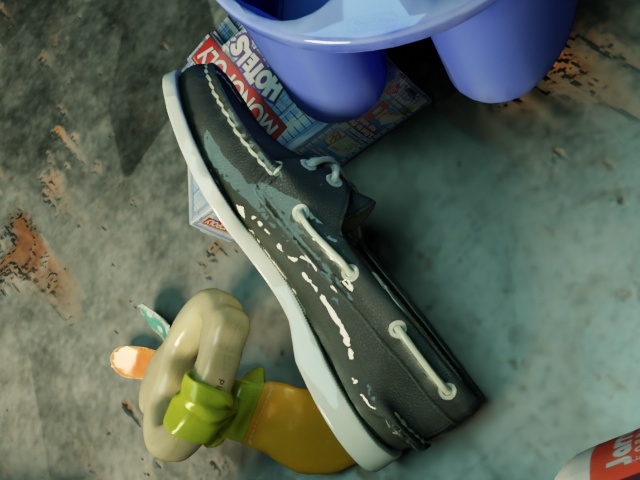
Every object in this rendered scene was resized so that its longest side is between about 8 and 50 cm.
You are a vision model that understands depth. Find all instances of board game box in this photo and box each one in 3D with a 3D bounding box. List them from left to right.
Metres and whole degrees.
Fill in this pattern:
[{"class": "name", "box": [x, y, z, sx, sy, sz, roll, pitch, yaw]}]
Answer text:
[{"class": "board game box", "box": [-0.047, -0.105, 0.772, 0.194, 0.060, 0.194, -46, 57, 11]}]

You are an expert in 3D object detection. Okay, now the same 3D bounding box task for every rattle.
[{"class": "rattle", "box": [-0.069, 0.106, 0.741, 0.199, 0.142, 0.130, 158, 114, -65]}]

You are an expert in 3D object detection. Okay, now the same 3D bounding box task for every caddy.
[{"class": "caddy", "box": [0.048, -0.243, 0.642, 0.241, 0.179, 0.341, -6, 62, 16]}]

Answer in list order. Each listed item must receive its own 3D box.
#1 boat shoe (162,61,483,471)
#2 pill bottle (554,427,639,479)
[{"class": "boat shoe", "box": [0.000, 0.000, 0.656, 0.091, 0.114, 0.302, -31, 87, 12]}, {"class": "pill bottle", "box": [0.232, 0.150, 0.444, 0.323, 0.181, 0.181, -28, 62, 21]}]
